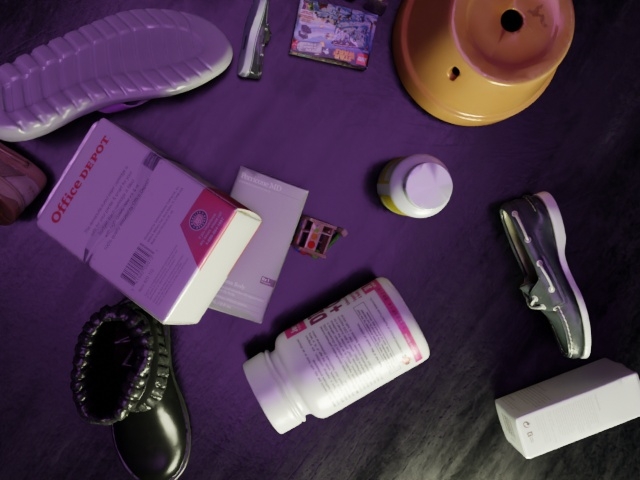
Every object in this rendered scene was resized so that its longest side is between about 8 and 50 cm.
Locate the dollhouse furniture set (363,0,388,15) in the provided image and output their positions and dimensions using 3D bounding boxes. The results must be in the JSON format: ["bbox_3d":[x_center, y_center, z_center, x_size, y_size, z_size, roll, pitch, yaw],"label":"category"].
[{"bbox_3d":[0.074,-0.453,1.276,0.114,0.091,0.081,20,77,-5],"label":"dollhouse furniture set"}]

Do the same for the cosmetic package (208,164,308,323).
[{"bbox_3d":[-0.115,0.004,1.273,0.127,0.107,0.238,18,95,-4],"label":"cosmetic package"}]

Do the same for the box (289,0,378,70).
[{"bbox_3d":[0.022,-0.352,1.298,0.137,0.027,0.094,12,92,-7],"label":"box"}]

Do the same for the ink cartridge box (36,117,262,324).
[{"bbox_3d":[-0.268,-0.031,1.191,0.283,0.117,0.207,34,94,17],"label":"ink cartridge box"}]

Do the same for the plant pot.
[{"bbox_3d":[0.277,-0.340,1.240,0.291,0.203,0.291,0,94,-5],"label":"plant pot"}]

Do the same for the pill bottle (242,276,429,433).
[{"bbox_3d":[0.024,0.195,1.273,0.283,0.160,0.160,-30,97,-4],"label":"pill bottle"}]

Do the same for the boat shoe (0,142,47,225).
[{"bbox_3d":[-0.603,-0.162,1.211,0.341,0.121,0.110,38,52,-10],"label":"boat shoe"}]

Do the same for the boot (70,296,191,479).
[{"bbox_3d":[-0.292,0.257,1.192,0.131,0.260,0.348,-10,95,-5],"label":"boot"}]

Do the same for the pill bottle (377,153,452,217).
[{"bbox_3d":[0.157,-0.090,1.254,0.103,0.184,0.103,-1,95,-6],"label":"pill bottle"}]

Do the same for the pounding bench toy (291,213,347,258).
[{"bbox_3d":[0.000,0.000,1.308,0.083,0.052,0.065,18,93,-23],"label":"pounding bench toy"}]

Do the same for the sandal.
[{"bbox_3d":[-0.346,-0.265,1.226,0.416,0.102,0.169,-21,74,-20],"label":"sandal"}]

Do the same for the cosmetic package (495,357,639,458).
[{"bbox_3d":[0.442,0.295,1.351,0.231,0.117,0.085,-18,97,-3],"label":"cosmetic package"}]

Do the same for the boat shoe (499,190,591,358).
[{"bbox_3d":[0.391,0.069,1.335,0.091,0.114,0.302,-15,84,-6],"label":"boat shoe"}]

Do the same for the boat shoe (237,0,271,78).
[{"bbox_3d":[-0.106,-0.342,1.279,0.040,0.049,0.142,12,95,-26],"label":"boat shoe"}]
